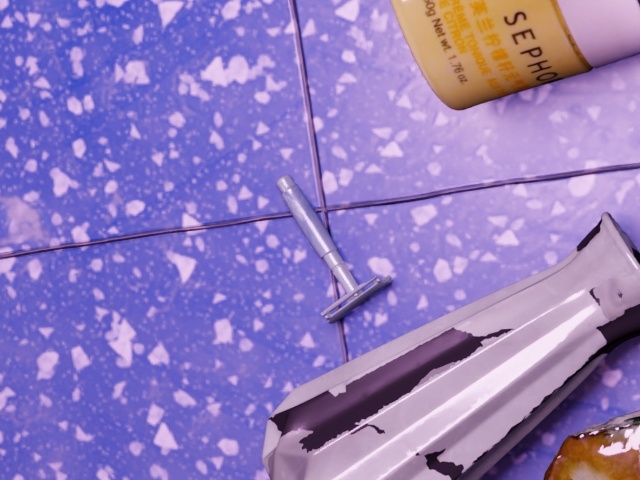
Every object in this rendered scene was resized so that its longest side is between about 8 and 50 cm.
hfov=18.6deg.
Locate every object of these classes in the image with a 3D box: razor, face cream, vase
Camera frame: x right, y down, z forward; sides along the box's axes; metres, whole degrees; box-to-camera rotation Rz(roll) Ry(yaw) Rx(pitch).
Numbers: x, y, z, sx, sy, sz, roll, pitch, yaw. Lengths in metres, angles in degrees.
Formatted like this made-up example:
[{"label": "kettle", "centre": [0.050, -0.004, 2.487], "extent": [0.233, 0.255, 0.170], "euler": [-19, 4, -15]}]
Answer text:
[{"label": "razor", "centre": [0.000, 0.000, 1.737], "extent": [0.068, 0.040, 0.135], "euler": [-36, 79, 14]}, {"label": "face cream", "centre": [0.159, -0.232, 1.580], "extent": [0.179, 0.218, 0.218], "euler": [-17, 89, 17]}, {"label": "vase", "centre": [0.126, 0.123, 1.653], "extent": [0.360, 0.165, 0.165], "euler": [-35, 84, 11]}]

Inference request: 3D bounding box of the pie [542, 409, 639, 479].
[{"label": "pie", "centre": [0.327, 0.276, 1.630], "extent": [0.355, 0.103, 0.288], "euler": [-16, 89, 12]}]
